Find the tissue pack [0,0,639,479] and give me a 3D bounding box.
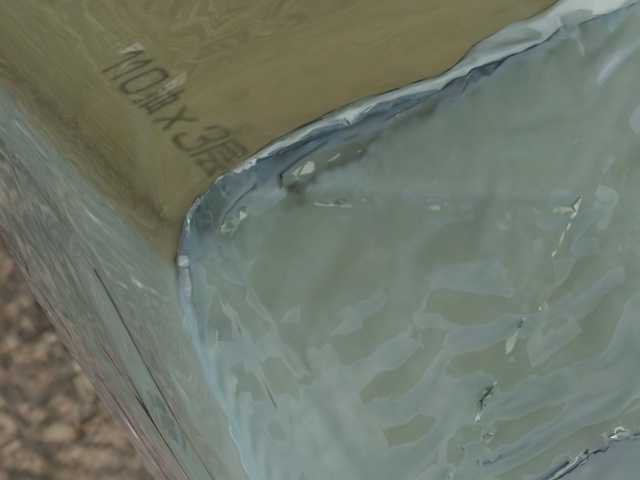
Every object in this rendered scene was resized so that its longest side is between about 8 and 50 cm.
[{"bbox_3d":[0.000,0.000,0.679,0.205,0.405,0.332,-29,124,-12],"label":"tissue pack"}]
